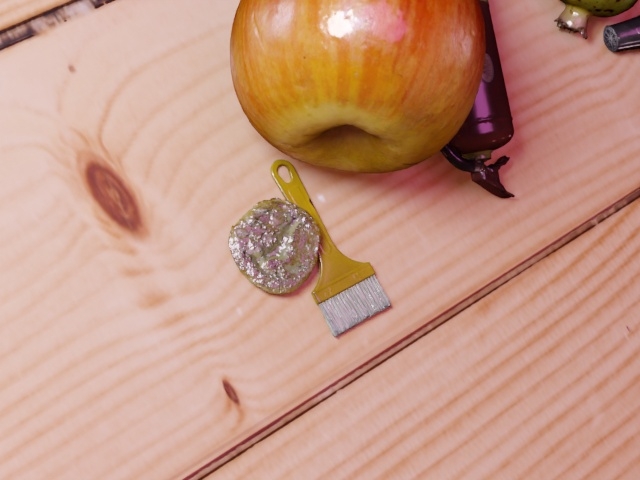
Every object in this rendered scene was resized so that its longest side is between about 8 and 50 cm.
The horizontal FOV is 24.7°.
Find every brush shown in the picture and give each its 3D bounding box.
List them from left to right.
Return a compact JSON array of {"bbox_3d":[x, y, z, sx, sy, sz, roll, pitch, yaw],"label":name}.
[{"bbox_3d":[0.000,0.000,1.623,0.083,0.011,0.205,-27,88,-27],"label":"brush"}]

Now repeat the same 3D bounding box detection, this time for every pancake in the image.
[{"bbox_3d":[-0.047,0.005,1.590,0.108,0.017,0.108,4,78,-17],"label":"pancake"}]

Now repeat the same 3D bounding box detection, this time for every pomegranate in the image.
[{"bbox_3d":[0.340,-0.329,1.820,0.130,0.130,0.130,7,73,-23],"label":"pomegranate"}]

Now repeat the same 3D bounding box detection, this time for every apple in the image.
[{"bbox_3d":[0.043,-0.204,1.548,0.286,0.286,0.233,14,67,-21],"label":"apple"}]

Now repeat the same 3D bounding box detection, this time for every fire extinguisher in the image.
[{"bbox_3d":[0.166,-0.214,1.711,0.141,0.105,0.341,-8,86,-48],"label":"fire extinguisher"}]

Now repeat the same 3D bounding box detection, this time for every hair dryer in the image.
[{"bbox_3d":[0.476,-0.205,1.881,0.195,0.075,0.219,-16,91,-18],"label":"hair dryer"}]
